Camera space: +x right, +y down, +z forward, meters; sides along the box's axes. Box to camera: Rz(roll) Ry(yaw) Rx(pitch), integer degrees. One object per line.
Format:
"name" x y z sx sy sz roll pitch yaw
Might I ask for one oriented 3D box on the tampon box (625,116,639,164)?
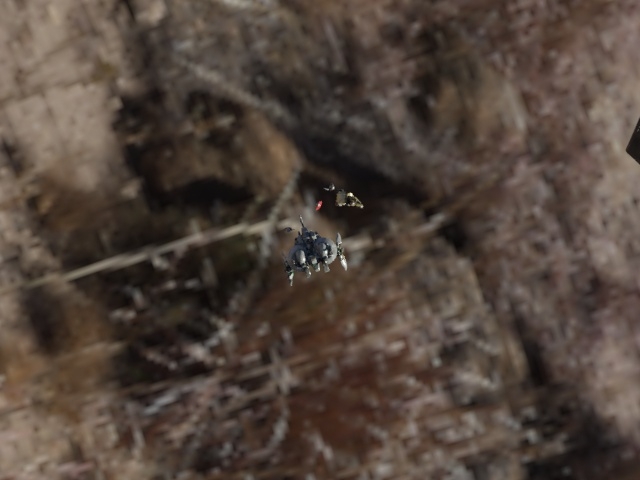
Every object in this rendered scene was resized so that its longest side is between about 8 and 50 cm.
"tampon box" 0.323 -0.086 1.353 0.161 0.101 0.120 -23 56 -34

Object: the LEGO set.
"LEGO set" -0.002 -0.002 1.425 0.023 0.054 0.083 -89 -167 -84
